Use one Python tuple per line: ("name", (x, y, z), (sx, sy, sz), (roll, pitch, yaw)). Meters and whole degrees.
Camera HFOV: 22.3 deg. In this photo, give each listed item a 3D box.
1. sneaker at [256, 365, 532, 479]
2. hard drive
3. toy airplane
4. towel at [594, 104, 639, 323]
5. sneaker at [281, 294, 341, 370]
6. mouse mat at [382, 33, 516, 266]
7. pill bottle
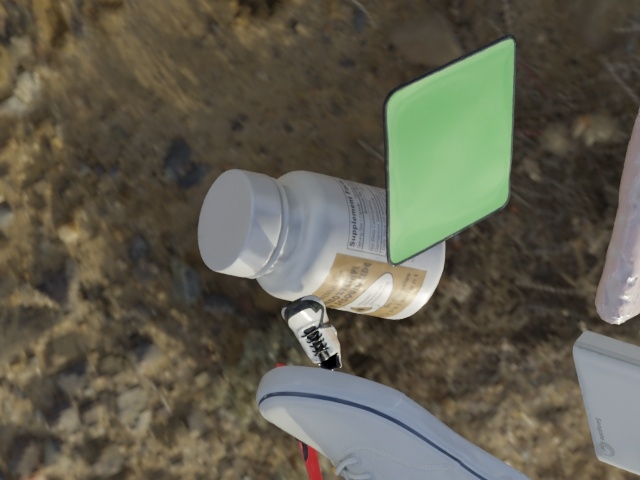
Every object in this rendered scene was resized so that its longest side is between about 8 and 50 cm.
("sneaker", (0.061, 0.185, 1.270), (0.258, 0.094, 0.091), (28, 56, -10))
("hard drive", (0.510, 0.258, 2.155), (0.047, 0.353, 0.233), (-45, 134, -30))
("toy airplane", (-0.008, 0.191, 1.612), (0.028, 0.151, 0.151), (-17, 118, 3))
("towel", (0.386, -0.107, 1.773), (0.053, 0.317, 0.332), (16, 112, 19))
("sneaker", (-0.003, 0.089, 1.545), (0.040, 0.044, 0.109), (-26, 145, 8))
("mouse mat", (0.115, -0.077, 1.430), (0.152, 0.007, 0.190), (-27, 135, -28))
("pill bottle", (0.000, 0.000, 1.632), (0.229, 0.131, 0.131), (12, 107, -34))
